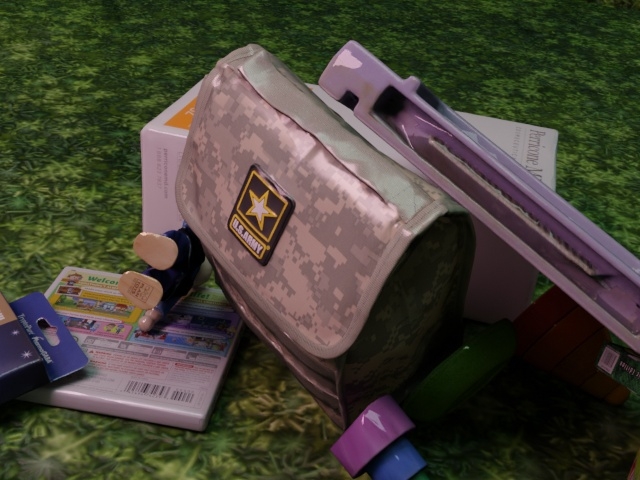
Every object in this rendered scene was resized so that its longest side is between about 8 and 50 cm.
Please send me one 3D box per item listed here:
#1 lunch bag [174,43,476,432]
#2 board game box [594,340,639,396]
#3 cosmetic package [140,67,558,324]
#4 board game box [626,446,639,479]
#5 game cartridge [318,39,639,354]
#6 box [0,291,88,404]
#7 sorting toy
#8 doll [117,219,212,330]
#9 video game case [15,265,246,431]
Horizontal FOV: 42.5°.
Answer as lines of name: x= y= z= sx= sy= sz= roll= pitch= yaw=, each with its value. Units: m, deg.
lunch bag: x=0.000 y=0.000 z=0.698 sx=0.169 sy=0.287 sz=0.235 roll=-35 pitch=59 yaw=-18
board game box: x=0.378 y=0.152 z=0.703 sx=0.259 sy=0.030 sz=0.136 roll=18 pitch=11 yaw=-18
cosmetic package: x=0.040 y=-0.064 z=0.989 sx=0.453 sy=0.162 sz=0.230 roll=12 pitch=32 yaw=9
board game box: x=0.250 y=0.222 z=0.618 sx=0.043 sy=0.092 sz=0.181 roll=17 pitch=33 yaw=19
game cartridge: x=0.172 y=-0.028 z=0.700 sx=0.355 sy=0.068 sz=0.230 roll=42 pitch=16 yaw=13
box: x=-0.336 y=0.110 z=0.725 sx=0.225 sy=0.037 sz=0.136 roll=-24 pitch=41 yaw=-27
sorting toy: x=0.174 y=0.147 z=0.743 sx=0.365 sy=0.127 sz=0.126 roll=-22 pitch=64 yaw=-41
doll: x=-0.144 y=0.030 z=0.797 sx=0.046 sy=0.129 sz=0.189 roll=22 pitch=2 yaw=4
video game case: x=-0.190 y=0.099 z=0.813 sx=0.212 sy=0.023 sz=0.193 roll=8 pitch=32 yaw=5
